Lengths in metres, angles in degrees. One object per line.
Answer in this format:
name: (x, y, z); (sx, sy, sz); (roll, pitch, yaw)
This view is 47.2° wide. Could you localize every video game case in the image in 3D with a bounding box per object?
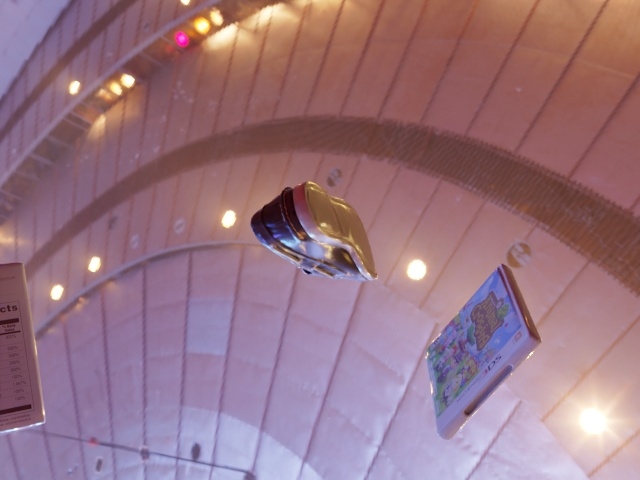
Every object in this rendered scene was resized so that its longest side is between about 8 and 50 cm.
video game case: (0.221, 0.151, 1.039); (0.193, 0.023, 0.212); (-53, -169, 21)

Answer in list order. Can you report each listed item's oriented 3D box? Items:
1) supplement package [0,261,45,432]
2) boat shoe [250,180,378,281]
supplement package: (-0.384, 0.128, 0.696); (0.262, 0.204, 0.145); (-33, -113, 62)
boat shoe: (0.000, 0.000, 0.708); (0.065, 0.206, 0.075); (-21, -112, 16)
